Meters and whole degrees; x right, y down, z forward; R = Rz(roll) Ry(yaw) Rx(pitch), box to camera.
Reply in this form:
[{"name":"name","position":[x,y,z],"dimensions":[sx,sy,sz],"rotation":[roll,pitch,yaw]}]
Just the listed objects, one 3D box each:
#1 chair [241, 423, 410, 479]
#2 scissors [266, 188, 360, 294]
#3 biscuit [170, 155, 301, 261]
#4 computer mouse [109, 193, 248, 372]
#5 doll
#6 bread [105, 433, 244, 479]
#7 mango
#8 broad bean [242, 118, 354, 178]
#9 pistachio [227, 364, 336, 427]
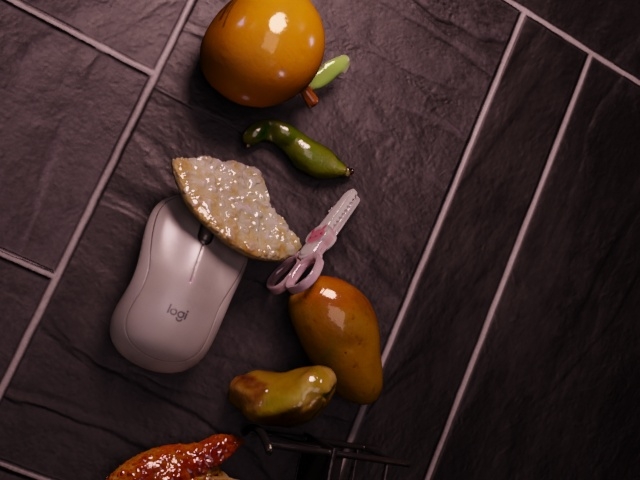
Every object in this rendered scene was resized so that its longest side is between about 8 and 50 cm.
[{"name":"chair","position":[-0.002,0.397,1.410],"dimensions":[0.260,0.154,0.141],"rotation":[14,83,-20]},{"name":"scissors","position":[0.000,0.000,1.468],"dimensions":[0.030,0.118,0.242],"rotation":[51,60,-23]},{"name":"biscuit","position":[-0.137,-0.059,1.399],"dimensions":[0.265,0.040,0.188],"rotation":[39,37,-18]},{"name":"computer mouse","position":[-0.227,0.068,1.367],"dimensions":[0.184,0.121,0.297],"rotation":[28,80,-14]},{"name":"doll","position":[-0.070,-0.302,1.402],"dimensions":[0.236,0.213,0.213],"rotation":[40,76,-25]},{"name":"bread","position":[-0.234,0.399,1.361],"dimensions":[0.269,0.095,0.139],"rotation":[-12,99,-23]},{"name":"mango","position":[0.040,0.170,1.455],"dimensions":[0.138,0.113,0.253],"rotation":[-30,102,-13]},{"name":"broad bean","position":[-0.034,-0.156,1.480],"dimensions":[0.214,0.048,0.070],"rotation":[21,80,-16]},{"name":"pistachio","position":[-0.061,0.265,1.404],"dimensions":[0.189,0.110,0.100],"rotation":[-11,50,8]}]
